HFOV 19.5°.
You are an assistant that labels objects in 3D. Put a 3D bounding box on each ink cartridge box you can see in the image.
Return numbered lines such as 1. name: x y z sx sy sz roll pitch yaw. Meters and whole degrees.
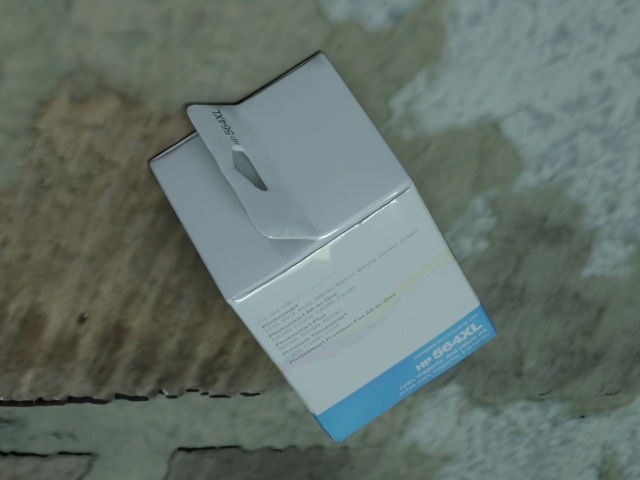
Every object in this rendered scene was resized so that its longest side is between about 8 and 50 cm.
1. ink cartridge box: 0.000 0.000 0.795 0.090 0.092 0.143 -33 142 -1
